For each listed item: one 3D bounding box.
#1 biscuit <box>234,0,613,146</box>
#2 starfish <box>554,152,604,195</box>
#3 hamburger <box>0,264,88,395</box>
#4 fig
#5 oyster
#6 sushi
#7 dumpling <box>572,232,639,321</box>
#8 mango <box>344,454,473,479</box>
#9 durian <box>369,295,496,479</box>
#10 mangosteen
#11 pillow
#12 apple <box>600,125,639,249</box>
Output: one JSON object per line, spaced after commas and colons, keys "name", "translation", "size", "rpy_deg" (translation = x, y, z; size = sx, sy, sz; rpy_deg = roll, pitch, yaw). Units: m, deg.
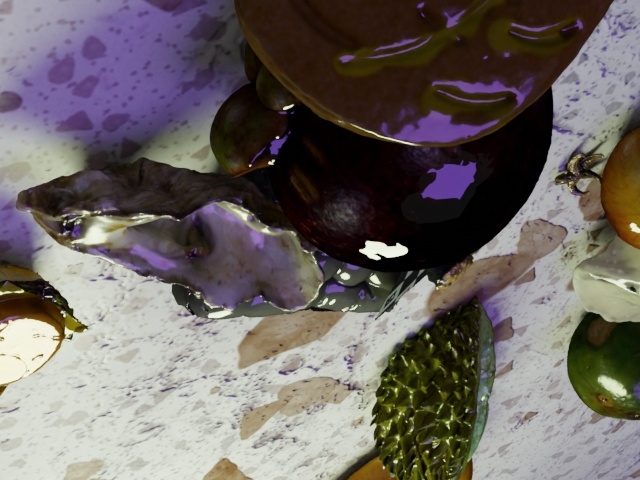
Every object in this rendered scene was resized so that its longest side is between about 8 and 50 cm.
{"name": "biscuit", "translation": [0.094, -0.278, 1.068], "size": [0.350, 0.070, 0.394], "rpy_deg": [29, 89, -9]}
{"name": "starfish", "translation": [0.353, -0.092, 1.769], "size": [0.078, 0.028, 0.091], "rpy_deg": [-30, 146, -10]}
{"name": "hamburger", "translation": [-0.351, 0.087, 1.392], "size": [0.164, 0.093, 0.189], "rpy_deg": [-31, 150, -2]}
{"name": "fig", "translation": [0.522, 0.176, 2.140], "size": [0.245, 0.195, 0.195], "rpy_deg": [-50, 151, -14]}
{"name": "oyster", "translation": [-0.146, -0.016, 1.346], "size": [0.341, 0.110, 0.166], "rpy_deg": [10, 137, -17]}
{"name": "sushi", "translation": [0.190, -0.009, 1.627], "size": [0.279, 0.043, 0.192], "rpy_deg": [-37, 159, -46]}
{"name": "dumpling", "translation": [0.584, 0.041, 1.953], "size": [0.395, 0.233, 0.315], "rpy_deg": [-23, 141, 7]}
{"name": "mango", "translation": [0.127, 0.468, 2.223], "size": [0.350, 0.201, 0.199], "rpy_deg": [-47, 171, 12]}
{"name": "durian", "translation": [0.182, 0.267, 2.023], "size": [0.198, 0.163, 0.394], "rpy_deg": [-54, 150, -47]}
{"name": "mangosteen", "translation": [0.056, -0.133, 1.254], "size": [0.347, 0.307, 0.307], "rpy_deg": [29, 120, -22]}
{"name": "pillow", "translation": [0.000, 0.000, 1.553], "size": [0.326, 0.101, 0.228], "rpy_deg": [-3, 136, -39]}
{"name": "apple", "translation": [0.463, -0.064, 1.750], "size": [0.160, 0.173, 0.195], "rpy_deg": [-22, 107, 20]}
